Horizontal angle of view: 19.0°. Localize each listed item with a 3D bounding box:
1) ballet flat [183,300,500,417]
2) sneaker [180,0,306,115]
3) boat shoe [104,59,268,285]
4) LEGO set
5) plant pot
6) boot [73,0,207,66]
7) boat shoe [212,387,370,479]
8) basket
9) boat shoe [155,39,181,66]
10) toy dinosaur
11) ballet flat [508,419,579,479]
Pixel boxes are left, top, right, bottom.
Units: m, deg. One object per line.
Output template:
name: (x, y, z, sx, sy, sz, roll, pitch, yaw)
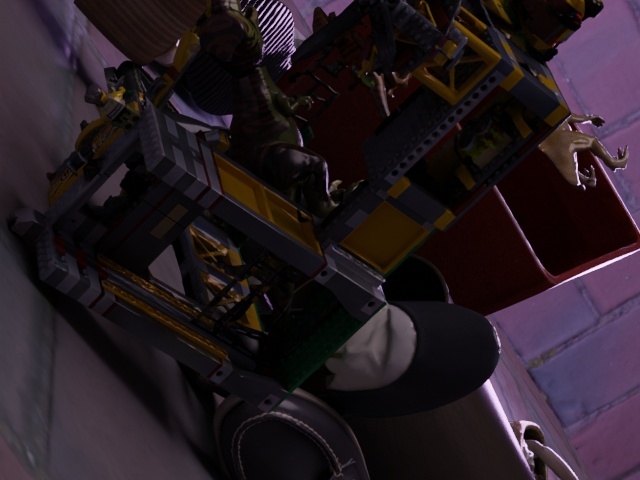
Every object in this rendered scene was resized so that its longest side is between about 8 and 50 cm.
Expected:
ballet flat: (0.004, 0.067, 1.126, 0.074, 0.203, 0.074, 9, 79, -57)
sneaker: (-0.096, -0.198, 1.790, 0.146, 0.122, 0.330, 47, 2, 12)
boat shoe: (-0.080, -0.058, 1.421, 0.233, 0.079, 0.084, 50, 13, -38)
LEGO set: (-0.034, -0.084, 1.036, 0.192, 0.331, 0.255, 34, 31, -32)
plant pot: (0.071, -0.039, 1.582, 0.267, 0.236, 0.267, 61, 25, 7)
boot: (-0.134, -0.286, 1.309, 0.283, 0.220, 0.109, 46, 12, -4)
boat shoe: (0.004, 0.164, 1.120, 0.206, 0.075, 0.065, 60, 3, -37)
basket: (0.065, 0.152, 1.304, 0.227, 0.154, 0.204, 60, 7, -23)
boat shoe: (-0.158, -0.220, 1.635, 0.153, 0.056, 0.048, 63, -1, 13)
toy dinosaur: (0.194, -0.073, 1.526, 0.092, 0.053, 0.183, 21, 33, -29)
ballet flat: (0.217, 0.289, 1.870, 0.123, 0.123, 0.348, 55, 9, -30)
